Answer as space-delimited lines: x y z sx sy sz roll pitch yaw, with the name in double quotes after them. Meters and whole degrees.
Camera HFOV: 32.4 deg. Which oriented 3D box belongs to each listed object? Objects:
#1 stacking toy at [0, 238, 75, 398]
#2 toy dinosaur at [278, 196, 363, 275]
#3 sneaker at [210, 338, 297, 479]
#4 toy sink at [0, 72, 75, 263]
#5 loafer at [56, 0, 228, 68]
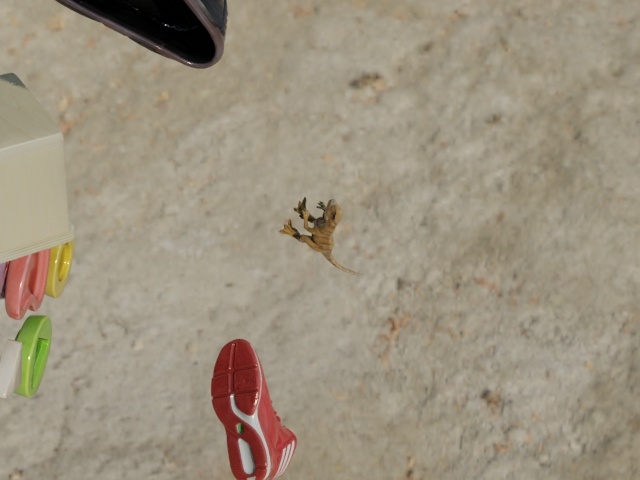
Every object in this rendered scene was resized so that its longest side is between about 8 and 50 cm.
-0.486 0.093 1.672 0.130 0.309 0.280 11 85 -1 "stacking toy"
0.000 0.000 1.662 0.112 0.211 0.064 37 73 19 "toy dinosaur"
-0.101 0.267 1.706 0.087 0.128 0.221 -10 77 20 "sneaker"
-0.396 -0.064 1.373 0.131 0.234 0.153 -19 46 -29 "toy sink"
-0.178 -0.222 0.792 0.109 0.302 0.095 -38 48 25 "loafer"
